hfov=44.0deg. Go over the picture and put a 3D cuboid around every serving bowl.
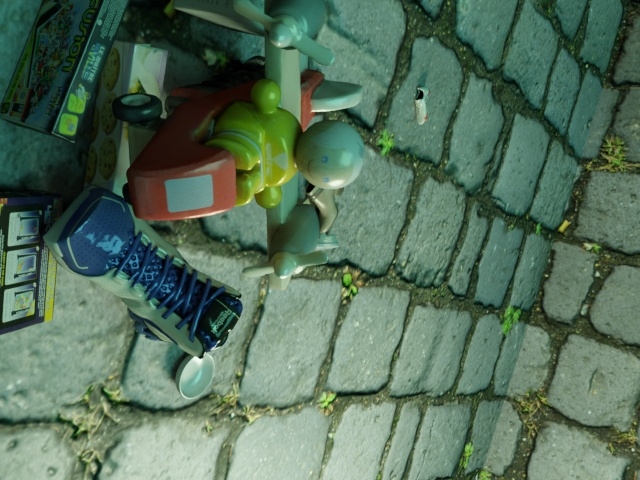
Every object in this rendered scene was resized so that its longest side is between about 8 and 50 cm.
[{"bbox_3d":[-0.222,0.230,1.369,0.083,0.027,0.083,-29,127,-47],"label":"serving bowl"}]

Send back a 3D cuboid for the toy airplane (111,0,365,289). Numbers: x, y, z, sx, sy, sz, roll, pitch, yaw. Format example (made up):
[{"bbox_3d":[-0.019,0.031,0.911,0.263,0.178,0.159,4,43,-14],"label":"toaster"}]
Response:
[{"bbox_3d":[-0.048,-0.142,1.043,0.384,0.272,0.386,-64,150,-8],"label":"toy airplane"}]

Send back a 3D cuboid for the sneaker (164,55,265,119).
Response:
[{"bbox_3d":[-0.133,-0.224,1.224,0.276,0.097,0.135,-5,109,-57],"label":"sneaker"}]

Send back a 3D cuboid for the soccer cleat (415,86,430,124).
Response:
[{"bbox_3d":[0.223,-0.301,1.765,0.035,0.029,0.083,-1,103,-46],"label":"soccer cleat"}]

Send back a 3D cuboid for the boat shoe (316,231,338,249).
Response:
[{"bbox_3d":[0.000,0.000,1.583,0.100,0.035,0.035,-5,82,-50],"label":"boat shoe"}]

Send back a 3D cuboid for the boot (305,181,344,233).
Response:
[{"bbox_3d":[0.001,-0.081,1.541,0.087,0.042,0.119,26,82,-50],"label":"boot"}]

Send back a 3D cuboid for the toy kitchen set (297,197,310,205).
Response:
[{"bbox_3d":[-0.039,-0.027,1.476,0.083,0.068,0.075,-46,139,-33],"label":"toy kitchen set"}]

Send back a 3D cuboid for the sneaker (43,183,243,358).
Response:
[{"bbox_3d":[-0.202,0.057,1.061,0.127,0.182,0.315,-59,144,-22],"label":"sneaker"}]

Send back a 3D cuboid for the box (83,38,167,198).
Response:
[{"bbox_3d":[-0.278,-0.111,1.096,0.063,0.067,0.324,-3,109,-54],"label":"box"}]

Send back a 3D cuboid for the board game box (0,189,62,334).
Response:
[{"bbox_3d":[-0.383,0.025,0.976,0.141,0.048,0.170,-16,114,-74],"label":"board game box"}]

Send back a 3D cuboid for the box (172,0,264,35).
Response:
[{"bbox_3d":[-0.102,-0.395,1.131,0.182,0.119,0.181,-12,117,-70],"label":"box"}]

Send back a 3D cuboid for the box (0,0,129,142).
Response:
[{"bbox_3d":[-0.306,-0.229,0.956,0.036,0.114,0.207,26,83,-56],"label":"box"}]
